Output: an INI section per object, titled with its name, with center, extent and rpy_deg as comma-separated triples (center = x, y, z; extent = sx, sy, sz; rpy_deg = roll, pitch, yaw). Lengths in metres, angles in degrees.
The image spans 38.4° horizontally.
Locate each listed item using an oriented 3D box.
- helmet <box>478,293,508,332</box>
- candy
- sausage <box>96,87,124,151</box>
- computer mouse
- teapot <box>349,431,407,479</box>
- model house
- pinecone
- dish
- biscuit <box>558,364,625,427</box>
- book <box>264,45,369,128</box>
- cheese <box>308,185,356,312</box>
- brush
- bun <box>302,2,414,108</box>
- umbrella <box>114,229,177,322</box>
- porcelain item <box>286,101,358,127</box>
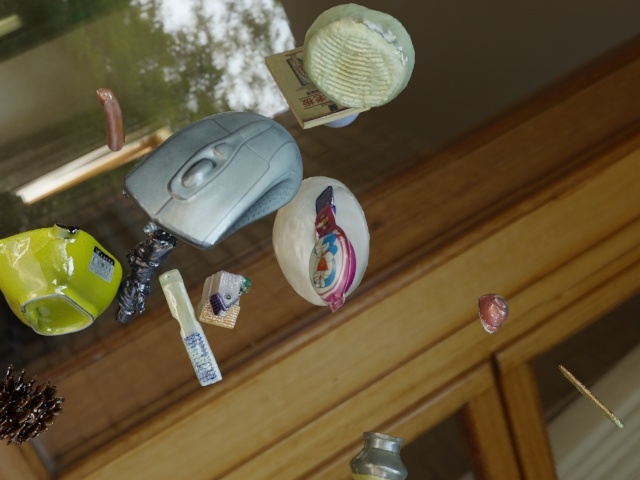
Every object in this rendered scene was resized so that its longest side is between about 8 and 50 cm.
[helmet]
center = 0.369, 0.148, 1.927
extent = 0.049, 0.065, 0.084
rpy_deg = -28, -113, 54
[candy]
center = 0.000, 0.000, 2.077
extent = 0.185, 0.295, 0.296
rpy_deg = -4, -60, 33
[sausage]
center = -0.460, -0.264, 2.030
extent = 0.047, 0.040, 0.177
rpy_deg = 33, -32, 19
[computer mouse]
center = -0.150, -0.113, 1.438
extent = 0.188, 0.371, 0.122
rpy_deg = 35, -48, 12
[teapot]
center = 0.126, 0.491, 2.053
extent = 0.165, 0.130, 0.119
rpy_deg = 141, -37, -69
[model house]
center = -0.201, 0.129, 1.958
extent = 0.100, 0.087, 0.100
rpy_deg = -30, -134, 55
[pinecone]
center = -0.645, 0.341, 1.945
extent = 0.165, 0.163, 0.163
rpy_deg = 49, -11, -23
[dish]
center = -0.472, 0.088, 1.637
extent = 0.262, 0.221, 0.108
rpy_deg = 76, 1, -58
[biscuit]
center = 0.515, 0.298, 1.738
extent = 0.139, 0.016, 0.231
rpy_deg = 46, 4, 25
[book]
center = -0.010, -0.342, 1.992
extent = 0.026, 0.161, 0.231
rpy_deg = 89, -23, -52
[cheese]
center = 0.017, 0.015, 1.747
extent = 0.155, 0.062, 0.244
rpy_deg = -43, -132, 53
[brush]
center = -0.191, 0.124, 1.323
extent = 0.179, 0.033, 0.030
rpy_deg = 66, 7, 12
[bun]
center = 0.070, -0.327, 1.601
extent = 0.195, 0.118, 0.196
rpy_deg = 11, -48, 12
[umbrella]
center = -0.337, 0.060, 1.710
extent = 0.224, 0.071, 0.080
rpy_deg = -61, -155, 28
[porcelain item]
center = 0.015, -0.353, 2.288
extent = 0.141, 0.141, 0.259
rpy_deg = 57, 27, 14
